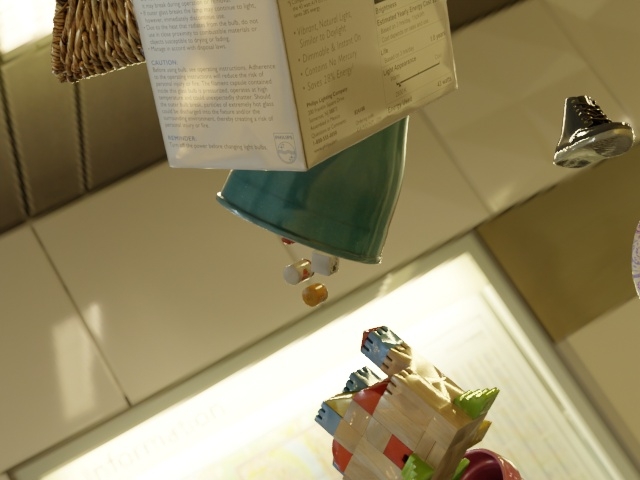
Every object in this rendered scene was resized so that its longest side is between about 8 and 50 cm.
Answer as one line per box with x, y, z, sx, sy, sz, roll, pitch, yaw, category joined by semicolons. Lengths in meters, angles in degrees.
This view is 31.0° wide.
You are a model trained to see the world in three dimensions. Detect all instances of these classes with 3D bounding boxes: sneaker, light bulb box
0.462;-0.201;1.972;0.083;0.118;0.222;8;-9;-15;sneaker
-0.030;-0.308;1.391;0.225;0.360;0.358;4;23;36;light bulb box

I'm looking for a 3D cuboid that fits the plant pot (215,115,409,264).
0.013;-0.131;1.756;0.272;0.272;0.255;5;-71;-63;plant pot

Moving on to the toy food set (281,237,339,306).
0.000;0.000;2.186;0.104;0.111;0.232;-24;-57;-52;toy food set

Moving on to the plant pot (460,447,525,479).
0.349;0.533;2.268;0.180;0.201;0.201;31;-57;-29;plant pot

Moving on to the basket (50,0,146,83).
-0.266;-0.379;1.719;0.223;0.213;0.299;-10;15;34;basket

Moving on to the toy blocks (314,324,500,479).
0.112;0.332;2.004;0.191;0.261;0.381;-18;-41;-48;toy blocks

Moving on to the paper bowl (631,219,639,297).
0.618;0.027;1.700;0.148;0.284;0.284;-6;-32;-52;paper bowl
